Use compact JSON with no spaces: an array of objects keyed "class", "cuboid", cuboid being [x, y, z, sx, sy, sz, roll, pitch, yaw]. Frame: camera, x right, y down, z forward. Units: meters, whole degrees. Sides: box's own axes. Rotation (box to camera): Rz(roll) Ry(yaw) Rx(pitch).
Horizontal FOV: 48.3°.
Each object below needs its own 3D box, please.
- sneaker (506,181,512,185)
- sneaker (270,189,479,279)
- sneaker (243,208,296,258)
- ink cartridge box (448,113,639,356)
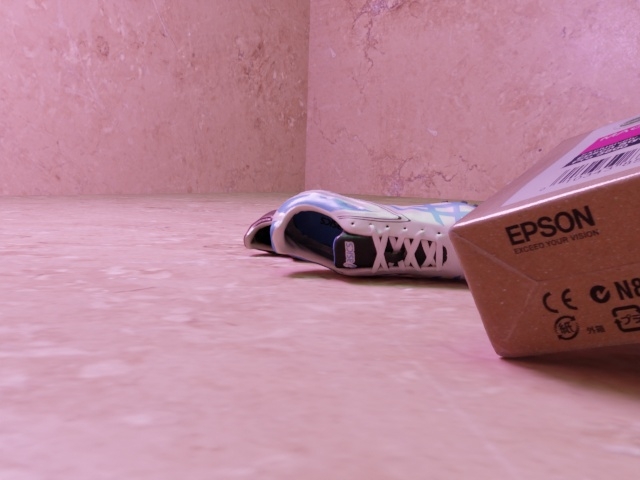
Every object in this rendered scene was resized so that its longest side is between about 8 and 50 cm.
[{"class":"sneaker","cuboid":[0.276,-0.010,0.831,0.129,0.110,0.297,17,16,18]},{"class":"sneaker","cuboid":[0.065,0.005,0.670,0.237,0.085,0.086,7,33,19]},{"class":"sneaker","cuboid":[0.000,0.000,0.797,0.189,0.066,0.071,-1,20,34]},{"class":"ink cartridge box","cuboid":[0.218,-0.027,0.384,0.235,0.088,0.193,-18,10,42]}]
